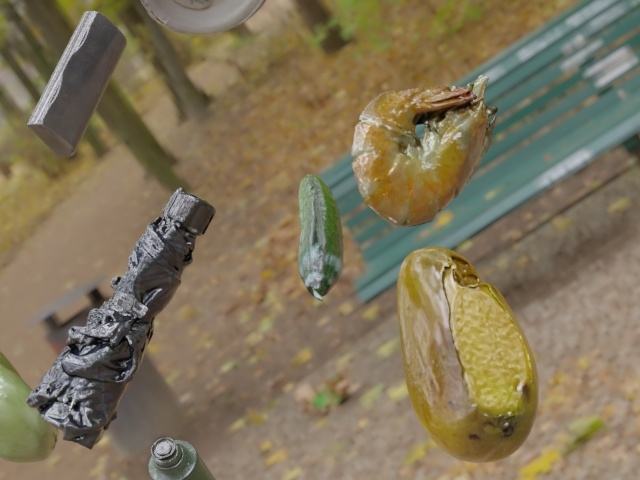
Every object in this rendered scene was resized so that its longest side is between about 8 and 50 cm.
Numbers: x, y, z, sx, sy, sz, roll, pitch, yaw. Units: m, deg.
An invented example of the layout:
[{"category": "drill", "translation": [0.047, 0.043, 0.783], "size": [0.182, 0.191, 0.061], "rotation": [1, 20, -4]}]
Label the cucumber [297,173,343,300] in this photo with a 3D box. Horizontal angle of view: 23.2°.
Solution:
[{"category": "cucumber", "translation": [0.000, 0.000, 1.871], "size": [0.056, 0.056, 0.250], "rotation": [-31, 32, 21]}]

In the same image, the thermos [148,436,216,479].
[{"category": "thermos", "translation": [-0.177, 0.324, 2.109], "size": [0.073, 0.187, 0.083], "rotation": [4, 54, 23]}]

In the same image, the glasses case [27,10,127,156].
[{"category": "glasses case", "translation": [-0.303, -0.197, 1.950], "size": [0.042, 0.072, 0.190], "rotation": [-8, 49, 37]}]

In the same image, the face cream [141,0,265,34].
[{"category": "face cream", "translation": [-0.151, -0.360, 1.911], "size": [0.177, 0.177, 0.153], "rotation": [-33, 36, 9]}]

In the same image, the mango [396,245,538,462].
[{"category": "mango", "translation": [0.161, 0.127, 1.788], "size": [0.130, 0.262, 0.167], "rotation": [-8, -13, -29]}]

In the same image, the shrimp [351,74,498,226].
[{"category": "shrimp", "translation": [0.099, -0.097, 1.402], "size": [0.051, 0.115, 0.217], "rotation": [-15, 23, 47]}]

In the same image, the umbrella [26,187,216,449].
[{"category": "umbrella", "translation": [-0.157, 0.059, 1.263], "size": [0.080, 0.071, 0.224], "rotation": [27, 83, 37]}]

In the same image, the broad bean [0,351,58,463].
[{"category": "broad bean", "translation": [-0.367, 0.181, 1.726], "size": [0.100, 0.169, 0.228], "rotation": [-46, 11, -12]}]
